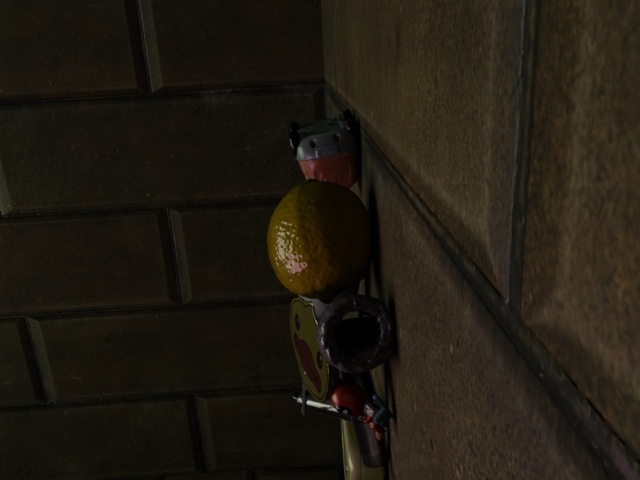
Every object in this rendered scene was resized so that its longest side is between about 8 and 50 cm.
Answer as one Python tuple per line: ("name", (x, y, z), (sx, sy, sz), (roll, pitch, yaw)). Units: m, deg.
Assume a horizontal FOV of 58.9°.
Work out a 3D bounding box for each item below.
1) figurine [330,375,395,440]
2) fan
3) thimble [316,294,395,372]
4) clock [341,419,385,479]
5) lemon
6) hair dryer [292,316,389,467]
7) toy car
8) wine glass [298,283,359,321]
("figurine", (0.080, 0.328, 1.132), (0.075, 0.140, 0.068), (-53, -9, -6))
("fan", (-0.029, 0.267, 1.226), (0.229, 0.011, 0.335), (-127, 33, -51))
("thimble", (0.066, 0.174, 1.062), (0.098, 0.150, 0.150), (136, 130, -82))
("clock", (0.104, 0.516, 1.453), (0.308, 0.096, 0.235), (-95, 1, -52))
("lemon", (0.001, -0.001, 1.282), (0.267, 0.267, 0.267), (176, 90, -89))
("hair dryer", (0.015, 0.332, 1.280), (0.156, 0.284, 0.320), (-25, -67, -56))
("toy car", (0.022, -0.230, 1.567), (0.270, 0.181, 0.212), (-98, -5, -67))
("wine glass", (0.025, 0.149, 1.535), (0.190, 0.190, 0.357), (-96, -1, -62))
